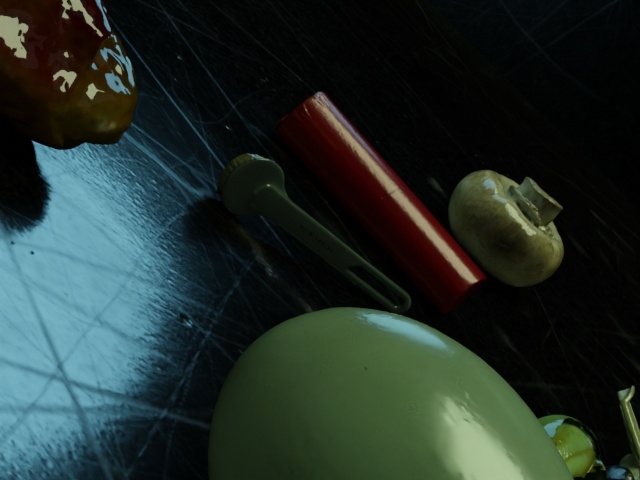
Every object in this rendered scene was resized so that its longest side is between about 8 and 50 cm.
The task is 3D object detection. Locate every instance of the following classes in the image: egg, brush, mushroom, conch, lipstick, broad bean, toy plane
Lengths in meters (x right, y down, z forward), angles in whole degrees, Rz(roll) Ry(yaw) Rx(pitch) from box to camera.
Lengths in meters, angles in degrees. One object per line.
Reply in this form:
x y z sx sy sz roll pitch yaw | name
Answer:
0.047 0.165 0.931 0.282 0.203 0.203 52 18 22 | egg
0.000 0.000 1.506 0.266 0.062 0.027 39 10 -38 | brush
0.240 -0.021 1.994 0.166 0.127 0.166 46 10 -11 | mushroom
0.216 0.213 1.443 0.095 0.079 0.201 21 28 2 | conch
0.065 -0.042 1.719 0.279 0.073 0.073 49 17 9 | lipstick
-0.230 -0.158 1.195 0.228 0.122 0.156 33 17 -25 | broad bean
0.313 0.267 1.475 0.256 0.104 0.242 -73 148 -61 | toy plane
